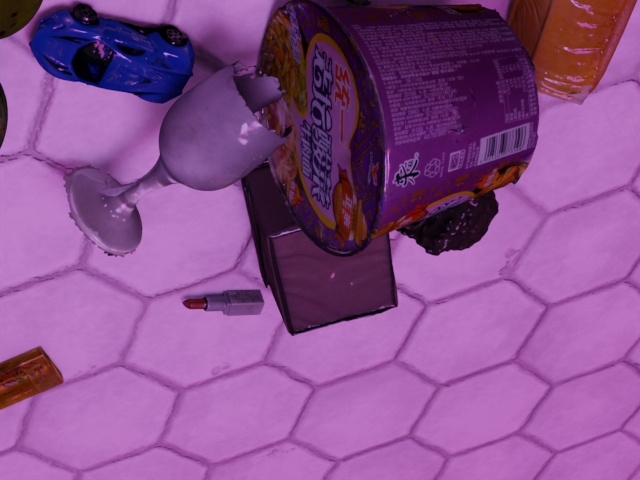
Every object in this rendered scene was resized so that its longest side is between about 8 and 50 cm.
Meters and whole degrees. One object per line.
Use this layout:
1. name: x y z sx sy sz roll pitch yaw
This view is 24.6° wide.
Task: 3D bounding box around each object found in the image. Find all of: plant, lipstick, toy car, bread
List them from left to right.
1. toy car: -0.258 -0.228 1.841 0.216 0.063 0.103 9 133 -32
2. lipstick: -0.154 0.098 2.288 0.129 0.030 0.030 -1 137 -24
3. plant: 0.167 -0.055 2.167 0.203 0.142 0.131 -1 123 -55
4. bread: 0.337 -0.323 1.935 0.119 0.152 0.288 -1 137 -15

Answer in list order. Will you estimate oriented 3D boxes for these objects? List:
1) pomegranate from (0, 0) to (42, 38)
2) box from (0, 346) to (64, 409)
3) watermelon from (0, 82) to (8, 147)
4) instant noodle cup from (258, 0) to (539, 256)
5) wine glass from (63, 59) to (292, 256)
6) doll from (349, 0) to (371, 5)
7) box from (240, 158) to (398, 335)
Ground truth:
1. pomegranate: -0.400 -0.301 1.615 0.202 0.202 0.248 -3 165 -21
2. box: -0.487 0.224 2.286 0.156 0.022 0.089 -22 141 0
3. watermelon: -0.479 -0.156 1.734 0.214 0.188 0.188 16 133 -4
4. instant noodle cup: 0.105 -0.170 1.902 0.266 0.340 0.340 -15 142 -27
5. wine glass: -0.183 -0.106 1.908 0.321 0.143 0.143 -30 142 29
6. doll: 0.024 -0.330 1.880 0.125 0.027 0.037 17 120 -37
7. box: 0.000 0.000 2.151 0.188 0.153 0.252 -16 139 -8
